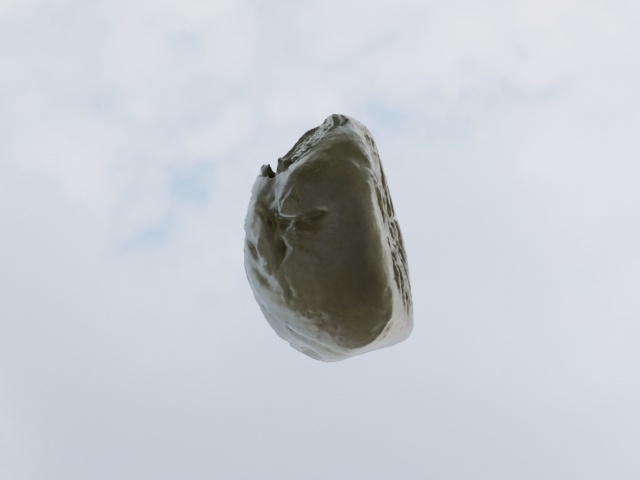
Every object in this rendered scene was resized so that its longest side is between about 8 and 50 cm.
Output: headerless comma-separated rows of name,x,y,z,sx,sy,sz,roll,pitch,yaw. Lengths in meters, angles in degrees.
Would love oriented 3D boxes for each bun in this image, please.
bun,0.000,0.000,1.024,0.127,0.178,0.193,-12,-85,8
